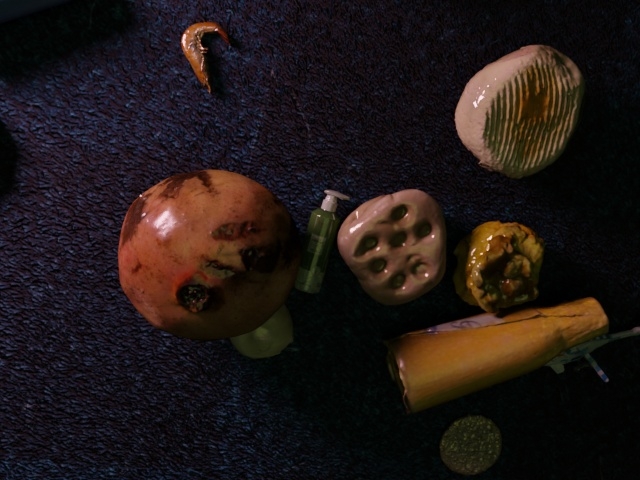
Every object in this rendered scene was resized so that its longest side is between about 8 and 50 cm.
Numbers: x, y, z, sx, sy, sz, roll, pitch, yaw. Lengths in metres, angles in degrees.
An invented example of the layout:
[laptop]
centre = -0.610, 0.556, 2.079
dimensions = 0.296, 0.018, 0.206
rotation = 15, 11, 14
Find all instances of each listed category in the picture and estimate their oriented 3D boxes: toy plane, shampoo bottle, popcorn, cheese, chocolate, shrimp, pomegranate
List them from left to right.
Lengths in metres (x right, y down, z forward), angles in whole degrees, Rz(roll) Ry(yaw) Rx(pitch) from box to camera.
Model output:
[shrimp]
centre = -0.203, -0.336, 1.084
dimensions = 0.091, 0.025, 0.127
rotation = -14, 101, -5
[pomegranate]
centre = -0.193, 0.028, 1.044
dimensions = 0.322, 0.322, 0.322
rotation = -1, 103, -6
[shampoo bottle]
centre = 0.000, 0.000, 1.166
dimensions = 0.065, 0.065, 0.204
rotation = 14, 100, -10
[cheese]
centre = 0.140, 0.007, 1.152
dimensions = 0.218, 0.117, 0.235
rotation = 17, 101, -12
[chocolate]
centre = 0.354, 0.209, 1.202
dimensions = 0.446, 0.162, 0.162
rotation = -18, 104, -1
[popcorn]
centre = 0.361, 0.052, 1.176
dimensions = 0.198, 0.155, 0.197
rotation = -5, 105, -19
[toy plane]
centre = 0.586, 0.214, 1.284
dimensions = 0.273, 0.107, 0.182
rotation = -26, 61, -19

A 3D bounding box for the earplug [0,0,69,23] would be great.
[earplug]
centre = -0.531, -0.426, 0.977
dimensions = 0.273, 0.132, 0.132
rotation = -17, 104, -6

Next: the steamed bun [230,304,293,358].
[steamed bun]
centre = -0.119, 0.177, 1.177
dimensions = 0.130, 0.091, 0.112
rotation = -13, 102, -3

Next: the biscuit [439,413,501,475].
[biscuit]
centre = 0.338, 0.460, 1.331
dimensions = 0.152, 0.020, 0.152
rotation = -1, 102, -6

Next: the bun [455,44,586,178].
[bun]
centre = 0.368, -0.238, 1.108
dimensions = 0.244, 0.153, 0.243
rotation = -2, 117, -5
